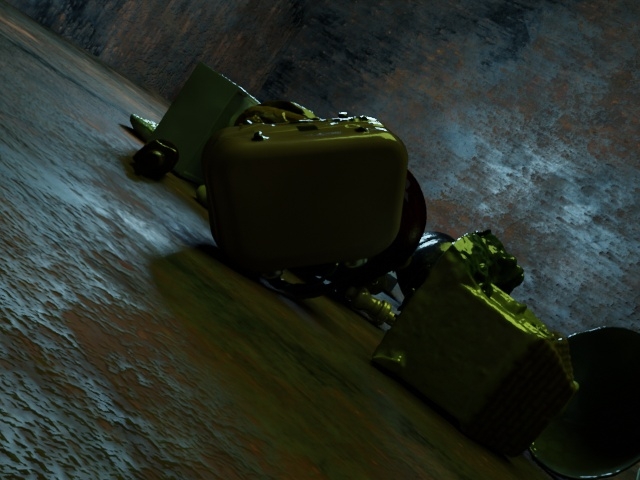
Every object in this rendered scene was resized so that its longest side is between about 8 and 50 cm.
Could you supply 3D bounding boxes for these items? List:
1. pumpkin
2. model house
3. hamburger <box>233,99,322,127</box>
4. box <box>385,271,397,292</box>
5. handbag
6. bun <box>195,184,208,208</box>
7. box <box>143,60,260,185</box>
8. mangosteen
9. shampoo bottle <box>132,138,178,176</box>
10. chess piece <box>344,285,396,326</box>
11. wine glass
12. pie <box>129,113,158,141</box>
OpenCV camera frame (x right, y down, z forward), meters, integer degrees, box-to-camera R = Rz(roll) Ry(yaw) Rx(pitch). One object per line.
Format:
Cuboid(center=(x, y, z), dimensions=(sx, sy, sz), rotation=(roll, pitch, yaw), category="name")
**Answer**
Cuboid(center=(0.347, 0.092, 2.185), dimensions=(0.296, 0.295, 0.296), rotation=(35, 5, -3), category="pumpkin")
Cuboid(center=(0.279, 0.161, 1.269), dimensions=(0.266, 0.261, 0.321), rotation=(40, 12, 22), category="model house")
Cuboid(center=(-0.098, -0.171, 1.753), dimensions=(0.244, 0.244, 0.163), rotation=(34, 48, -13), category="hamburger")
Cuboid(center=(0.050, 0.013, 2.313), dimensions=(0.365, 0.051, 0.204), rotation=(33, 5, -7), category="box")
Cuboid(center=(-0.025, -0.044, 1.251), dimensions=(0.302, 0.283, 0.149), rotation=(-8, 20, -17), category="handbag")
Cuboid(center=(-0.196, -0.083, 1.587), dimensions=(0.086, 0.054, 0.086), rotation=(34, 4, -3), category="bun")
Cuboid(center=(-0.246, -0.244, 1.813), dimensions=(0.117, 0.225, 0.225), rotation=(35, 4, 17), category="box")
Cuboid(center=(0.060, -0.030, 1.608), dimensions=(0.297, 0.293, 0.297), rotation=(3, 3, 0), category="mangosteen")
Cuboid(center=(-0.302, -0.152, 1.507), dimensions=(0.067, 0.068, 0.236), rotation=(34, 3, -9), category="shampoo bottle")
Cuboid(center=(0.120, 0.141, 1.568), dimensions=(0.172, 0.060, 0.060), rotation=(32, 5, -7), category="chess piece")
Cuboid(center=(0.559, 0.349, 1.414), dimensions=(0.406, 0.267, 0.267), rotation=(37, 3, -36), category="wine glass")
Cuboid(center=(-0.379, -0.241, 1.964), dimensions=(0.187, 0.041, 0.187), rotation=(34, 4, -3), category="pie")
